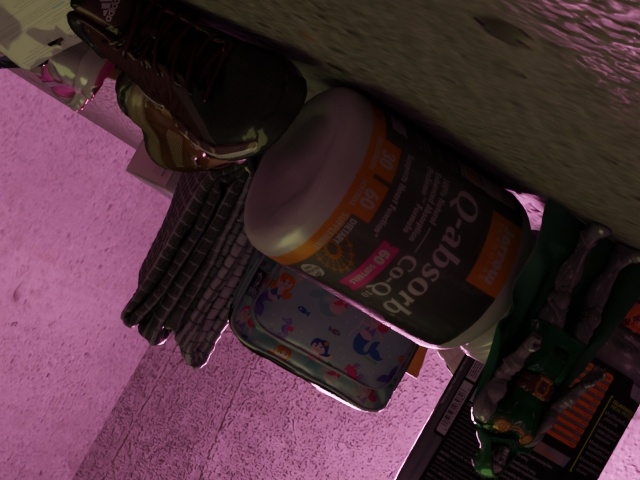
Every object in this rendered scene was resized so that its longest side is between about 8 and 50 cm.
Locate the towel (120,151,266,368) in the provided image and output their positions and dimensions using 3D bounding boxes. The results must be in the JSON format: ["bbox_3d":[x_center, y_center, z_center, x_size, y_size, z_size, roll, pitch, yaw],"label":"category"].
[{"bbox_3d":[-0.153,-0.005,1.848,0.121,0.283,0.235,27,-168,-15],"label":"towel"}]

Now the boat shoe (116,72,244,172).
[{"bbox_3d":[-0.122,-0.126,1.553,0.120,0.122,0.324,26,177,12],"label":"boat shoe"}]

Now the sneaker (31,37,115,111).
[{"bbox_3d":[-0.327,-0.242,1.846,0.111,0.103,0.252,34,170,-13],"label":"sneaker"}]

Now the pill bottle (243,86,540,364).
[{"bbox_3d":[0.084,-0.002,1.250,0.278,0.162,0.162,30,177,-24],"label":"pill bottle"}]

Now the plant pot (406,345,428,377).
[{"bbox_3d":[0.079,0.076,2.336,0.212,0.187,0.212,32,176,-32],"label":"plant pot"}]

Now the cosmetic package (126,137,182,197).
[{"bbox_3d":[-0.137,-0.091,2.088,0.224,0.138,0.225,31,178,-23],"label":"cosmetic package"}]

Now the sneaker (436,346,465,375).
[{"bbox_3d":[0.178,0.055,1.843,0.330,0.147,0.129,51,-170,-31],"label":"sneaker"}]

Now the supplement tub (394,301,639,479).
[{"bbox_3d":[0.232,0.190,1.558,0.194,0.316,0.193,31,177,2],"label":"supplement tub"}]

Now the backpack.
[{"bbox_3d":[0.034,0.042,1.612,0.225,0.253,0.191,31,173,-5],"label":"backpack"}]

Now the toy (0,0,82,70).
[{"bbox_3d":[-0.326,-0.276,1.372,0.137,0.056,0.237,-18,133,43],"label":"toy"}]

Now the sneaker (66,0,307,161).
[{"bbox_3d":[-0.140,-0.165,1.243,0.162,0.106,0.281,36,175,-37],"label":"sneaker"}]

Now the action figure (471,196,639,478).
[{"bbox_3d":[0.193,0.098,1.203,0.137,0.232,0.063,30,177,-23],"label":"action figure"}]

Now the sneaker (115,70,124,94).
[{"bbox_3d":[-0.177,-0.175,1.853,0.192,0.064,0.086,28,-176,36],"label":"sneaker"}]

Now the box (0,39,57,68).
[{"bbox_3d":[-0.424,-0.276,1.714,0.180,0.077,0.147,3,157,39],"label":"box"}]

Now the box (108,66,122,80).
[{"bbox_3d":[-0.375,-0.268,2.046,0.201,0.021,0.164,14,-173,-36],"label":"box"}]
